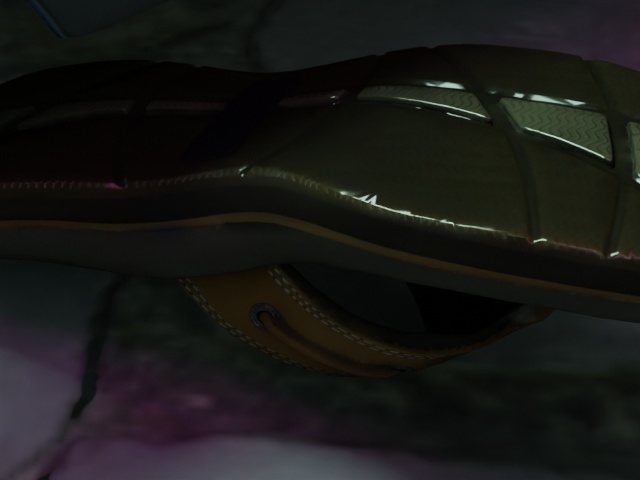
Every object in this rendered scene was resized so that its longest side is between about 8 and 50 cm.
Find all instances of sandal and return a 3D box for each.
[{"bbox_3d":[0.000,0.000,0.433,0.219,0.060,0.090,0,28,25],"label":"sandal"}]

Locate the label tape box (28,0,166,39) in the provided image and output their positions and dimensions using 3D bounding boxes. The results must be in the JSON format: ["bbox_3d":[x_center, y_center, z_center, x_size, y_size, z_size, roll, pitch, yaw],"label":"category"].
[{"bbox_3d":[-0.074,-0.192,0.508,0.347,0.115,0.249,-27,70,-23],"label":"label tape box"}]
